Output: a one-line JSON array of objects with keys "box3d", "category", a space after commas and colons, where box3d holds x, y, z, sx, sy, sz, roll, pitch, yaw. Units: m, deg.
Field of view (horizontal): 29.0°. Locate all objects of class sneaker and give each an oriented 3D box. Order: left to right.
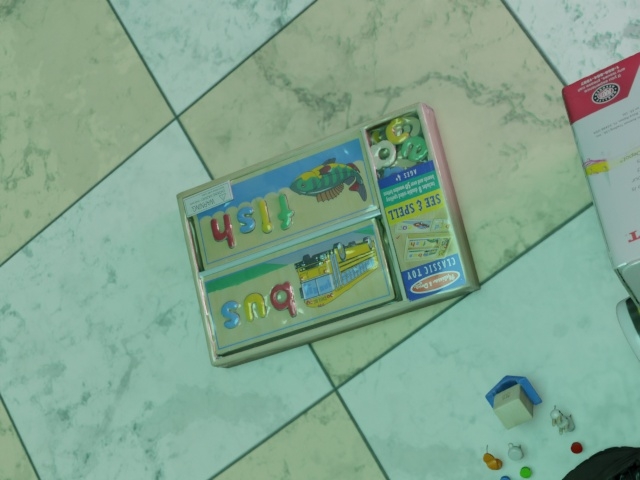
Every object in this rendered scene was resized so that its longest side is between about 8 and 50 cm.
[{"box3d": [0.390, 0.285, 1.472, 0.286, 0.130, 0.109, -28, 73, 21], "category": "sneaker"}]

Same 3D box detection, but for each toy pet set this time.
[{"box3d": [0.259, 0.237, 1.594, 0.122, 0.065, 0.114, -30, 106, 22], "category": "toy pet set"}]

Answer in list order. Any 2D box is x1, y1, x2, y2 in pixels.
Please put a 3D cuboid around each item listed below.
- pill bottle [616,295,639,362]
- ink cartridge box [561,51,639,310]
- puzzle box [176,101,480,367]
[{"box3d": [0.470, 0.079, 1.470, 0.209, 0.119, 0.119, -31, 70, 19], "category": "pill bottle"}, {"box3d": [0.431, -0.087, 1.446, 0.226, 0.131, 0.306, -23, 48, 20], "category": "ink cartridge box"}, {"box3d": [0.000, 0.000, 1.746, 0.409, 0.052, 0.272, -20, 75, 22], "category": "puzzle box"}]
